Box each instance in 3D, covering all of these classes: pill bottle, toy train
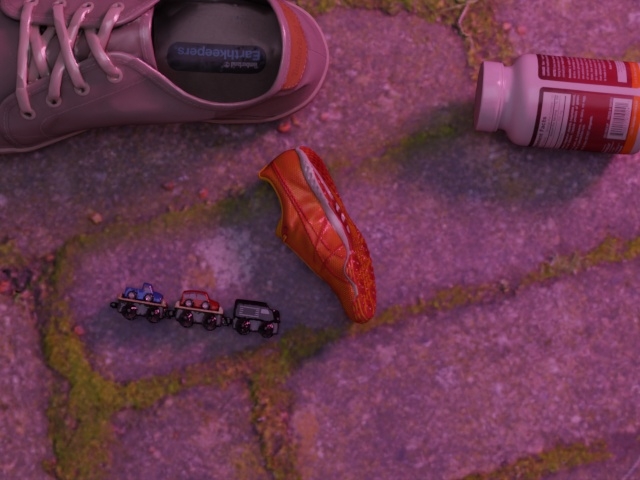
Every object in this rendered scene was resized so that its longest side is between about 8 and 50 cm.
[{"bbox_3d":[0.220,-0.127,1.228,0.152,0.086,0.086,6,85,1],"label":"pill bottle"},{"bbox_3d":[-0.115,0.063,1.242,0.158,0.027,0.036,7,82,0],"label":"toy train"}]

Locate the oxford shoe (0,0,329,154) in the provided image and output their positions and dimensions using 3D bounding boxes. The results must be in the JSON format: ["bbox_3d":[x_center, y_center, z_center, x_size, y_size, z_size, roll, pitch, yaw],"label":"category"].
[{"bbox_3d":[-0.217,-0.169,1.213,0.450,0.130,0.169,-2,87,1],"label":"oxford shoe"}]

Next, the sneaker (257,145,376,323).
[{"bbox_3d":[0.000,0.000,1.239,0.067,0.064,0.175,-28,80,18],"label":"sneaker"}]
